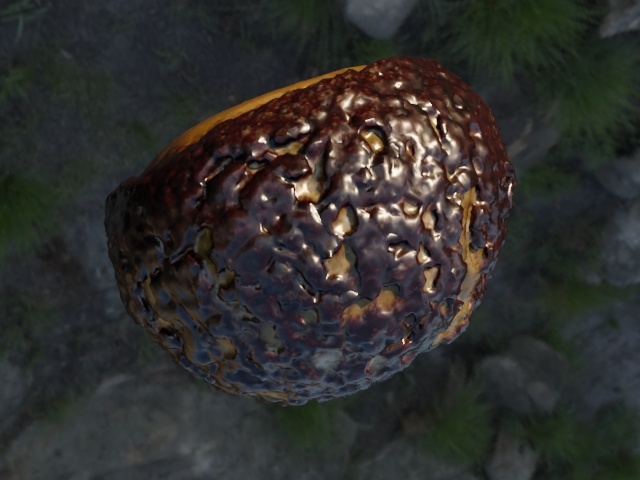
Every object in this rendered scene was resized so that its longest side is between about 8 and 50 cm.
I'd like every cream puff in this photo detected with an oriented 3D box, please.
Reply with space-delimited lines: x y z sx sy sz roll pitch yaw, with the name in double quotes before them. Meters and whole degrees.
"cream puff" 0.000 0.000 0.633 0.239 0.164 0.239 -23 178 -1
